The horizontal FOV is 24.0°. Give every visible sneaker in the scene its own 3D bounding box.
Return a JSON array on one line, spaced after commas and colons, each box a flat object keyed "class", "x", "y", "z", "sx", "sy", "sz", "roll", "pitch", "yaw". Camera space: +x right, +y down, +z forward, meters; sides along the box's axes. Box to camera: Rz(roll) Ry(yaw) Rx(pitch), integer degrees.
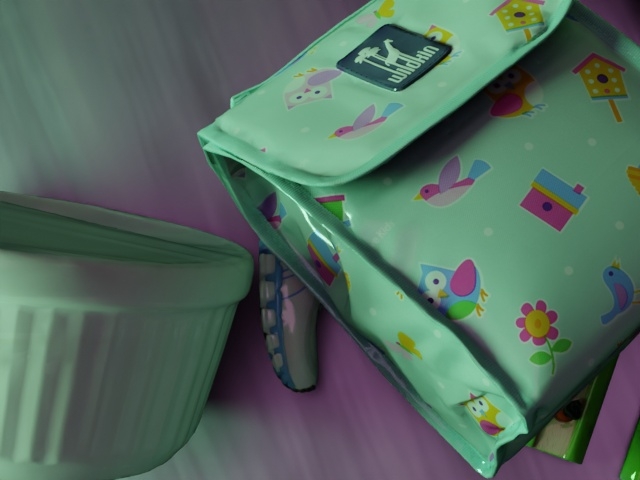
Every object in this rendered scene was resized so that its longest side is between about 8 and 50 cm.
[{"class": "sneaker", "x": 0.000, "y": 0.000, "z": 0.949, "sx": 0.083, "sy": 0.071, "sz": 0.190, "roll": -2, "pitch": 83, "yaw": 0}]

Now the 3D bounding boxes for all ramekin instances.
[{"class": "ramekin", "x": -0.179, "y": 0.048, "z": 0.870, "sx": 0.273, "sy": 0.273, "sz": 0.127, "roll": 10, "pitch": 97, "yaw": 7}]

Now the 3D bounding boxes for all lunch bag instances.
[{"class": "lunch bag", "x": 0.089, "y": -0.037, "z": 0.877, "sx": 0.223, "sy": 0.160, "sz": 0.262, "roll": -40, "pitch": 76, "yaw": -18}]

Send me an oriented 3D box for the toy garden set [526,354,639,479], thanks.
[{"class": "toy garden set", "x": 0.238, "y": 0.159, "z": 0.914, "sx": 0.244, "sy": 0.049, "sz": 0.204, "roll": 19, "pitch": 86, "yaw": 8}]
